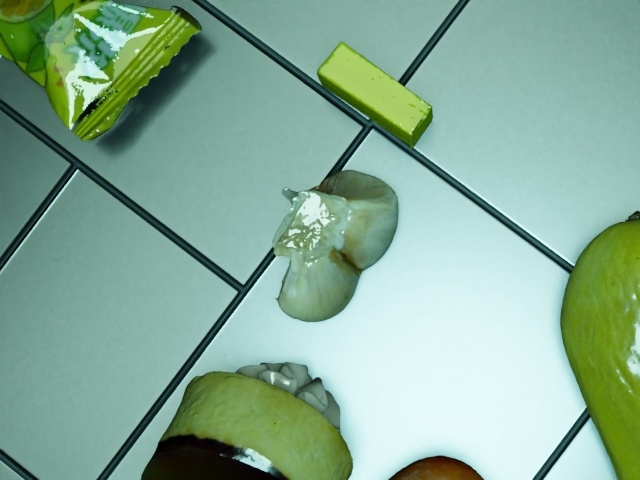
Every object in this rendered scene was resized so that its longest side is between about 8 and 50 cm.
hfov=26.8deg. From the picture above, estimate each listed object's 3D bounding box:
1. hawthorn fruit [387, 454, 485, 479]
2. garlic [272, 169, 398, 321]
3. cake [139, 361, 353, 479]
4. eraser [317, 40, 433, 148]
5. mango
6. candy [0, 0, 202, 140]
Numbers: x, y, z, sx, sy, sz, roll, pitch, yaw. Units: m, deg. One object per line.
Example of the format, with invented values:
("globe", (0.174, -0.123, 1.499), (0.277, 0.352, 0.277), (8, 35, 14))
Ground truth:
("hawthorn fruit", (0.116, 0.305, 1.359), (0.173, 0.173, 0.173), (0, 86, 5))
("garlic", (0.007, 0.003, 1.430), (0.124, 0.099, 0.174), (27, 92, -13))
("cake", (-0.064, 0.198, 1.381), (0.208, 0.185, 0.178), (11, 51, 8))
("eraser", (0.060, -0.153, 1.430), (0.122, 0.097, 0.045), (36, 89, 5))
("mango", (0.362, 0.133, 1.364), (0.195, 0.142, 0.331), (-22, 91, 14))
("candy", (-0.294, -0.251, 1.478), (0.297, 0.081, 0.187), (40, 89, 17))
